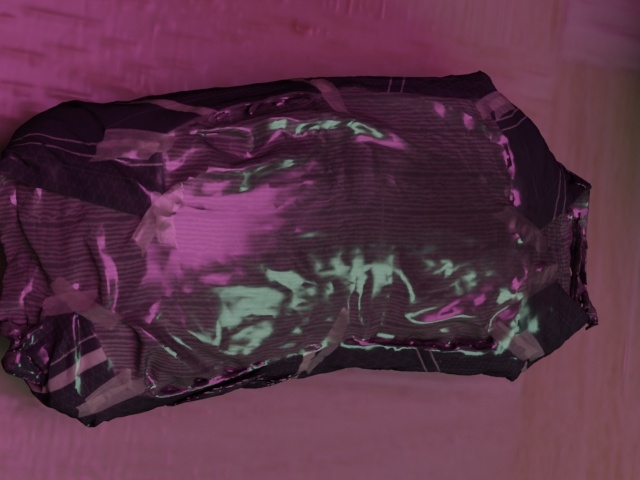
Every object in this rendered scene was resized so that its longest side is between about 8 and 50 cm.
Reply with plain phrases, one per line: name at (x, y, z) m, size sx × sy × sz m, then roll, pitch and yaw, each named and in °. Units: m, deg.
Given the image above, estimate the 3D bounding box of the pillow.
pillow at (0.000, 0.000, 0.927) m, size 0.335 × 0.092 × 0.161 m, roll -6°, pitch 99°, yaw -29°
